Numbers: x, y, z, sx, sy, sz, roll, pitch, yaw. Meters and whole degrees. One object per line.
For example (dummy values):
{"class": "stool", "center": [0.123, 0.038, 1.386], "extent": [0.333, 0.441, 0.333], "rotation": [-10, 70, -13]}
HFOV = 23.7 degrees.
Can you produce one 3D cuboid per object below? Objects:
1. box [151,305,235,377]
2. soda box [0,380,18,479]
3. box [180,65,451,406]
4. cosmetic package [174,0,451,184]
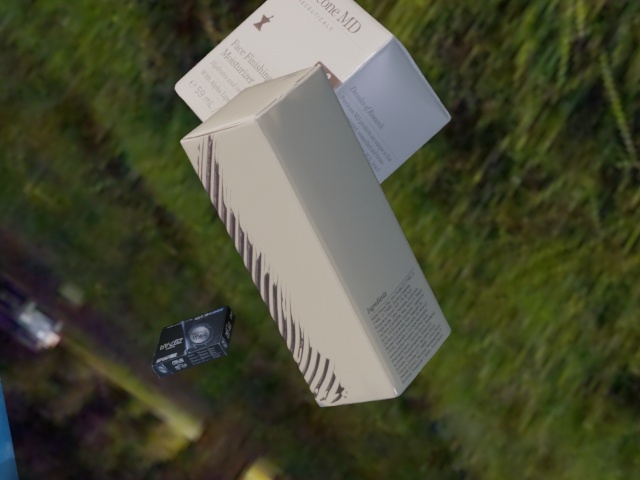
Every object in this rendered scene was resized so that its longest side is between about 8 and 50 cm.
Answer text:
{"class": "box", "center": [-0.134, 0.107, 1.615], "extent": [0.083, 0.067, 0.018], "rotation": [-19, 120, 19]}
{"class": "soda box", "center": [-0.270, 0.094, 1.077], "extent": [0.071, 0.067, 0.210], "rotation": [16, 117, 52]}
{"class": "box", "center": [0.000, 0.000, 1.310], "extent": [0.094, 0.113, 0.275], "rotation": [-13, 111, 40]}
{"class": "cosmetic package", "center": [-0.006, -0.133, 1.472], "extent": [0.151, 0.183, 0.151], "rotation": [47, -179, 38]}
